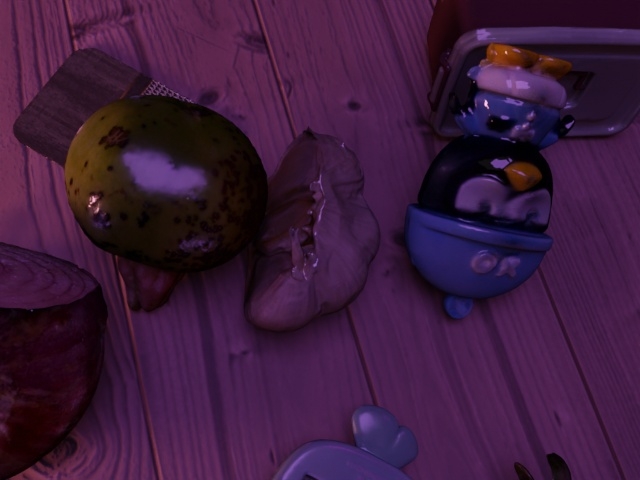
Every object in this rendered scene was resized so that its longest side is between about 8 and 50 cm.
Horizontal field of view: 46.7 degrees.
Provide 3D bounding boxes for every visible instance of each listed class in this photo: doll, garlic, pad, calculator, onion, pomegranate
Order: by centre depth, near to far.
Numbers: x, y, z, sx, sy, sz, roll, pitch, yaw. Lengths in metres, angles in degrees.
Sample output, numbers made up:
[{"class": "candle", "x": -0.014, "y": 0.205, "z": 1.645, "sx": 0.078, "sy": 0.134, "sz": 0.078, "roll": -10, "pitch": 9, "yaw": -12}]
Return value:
[{"class": "onion", "x": -0.346, "y": 0.124, "z": 0.712, "sx": 0.257, "sy": 0.272, "sz": 0.230, "roll": 17, "pitch": 93, "yaw": 7}, {"class": "calculator", "x": 0.016, "y": 0.313, "z": 0.749, "sx": 0.186, "sy": 0.041, "sz": 0.298, "roll": 28, "pitch": 69, "yaw": -8}, {"class": "pomegranate", "x": -0.168, "y": -0.027, "z": 0.800, "sx": 0.214, "sy": 0.214, "sz": 0.247, "roll": 15, "pitch": 111, "yaw": -1}, {"class": "garlic", "x": 0.000, "y": 0.000, "z": 0.827, "sx": 0.143, "sy": 0.178, "sz": 0.229, "roll": 25, "pitch": 78, "yaw": -21}, {"class": "doll", "x": 0.194, "y": -0.058, "z": 0.842, "sx": 0.177, "sy": 0.141, "sz": 0.313, "roll": 8, "pitch": 105, "yaw": -18}, {"class": "pad", "x": -0.280, "y": -0.085, "z": 0.883, "sx": 0.250, "sy": 0.055, "sz": 0.323, "roll": 29, "pitch": 50, "yaw": 5}]

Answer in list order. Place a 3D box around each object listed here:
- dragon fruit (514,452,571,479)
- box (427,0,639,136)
[{"class": "dragon fruit", "x": 0.220, "y": 0.347, "z": 0.699, "sx": 0.193, "sy": 0.193, "sz": 0.274, "roll": -6, "pitch": 45, "yaw": -13}, {"class": "box", "x": 0.278, "y": -0.251, "z": 0.945, "sx": 0.294, "sy": 0.193, "sz": 0.167, "roll": -2, "pitch": 63, "yaw": -7}]
